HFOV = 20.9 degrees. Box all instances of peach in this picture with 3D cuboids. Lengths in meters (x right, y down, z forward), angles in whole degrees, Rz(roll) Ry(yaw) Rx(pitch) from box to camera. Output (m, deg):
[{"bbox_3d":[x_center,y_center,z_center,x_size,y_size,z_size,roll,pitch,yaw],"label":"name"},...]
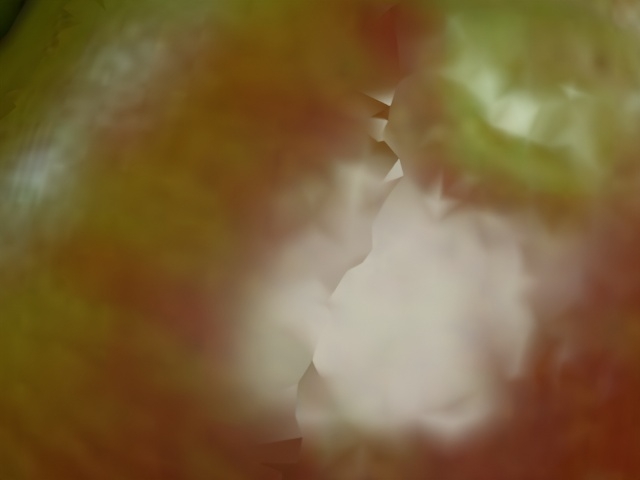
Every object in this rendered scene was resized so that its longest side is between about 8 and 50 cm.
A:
[{"bbox_3d":[0.007,0.006,0.514,0.388,0.388,0.388,27,7,-3],"label":"peach"}]
